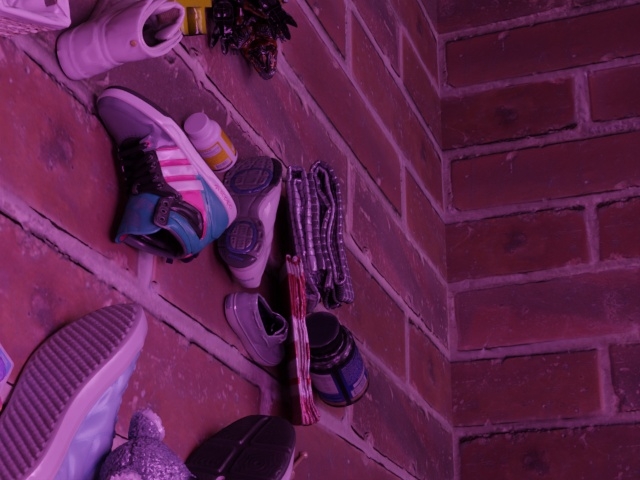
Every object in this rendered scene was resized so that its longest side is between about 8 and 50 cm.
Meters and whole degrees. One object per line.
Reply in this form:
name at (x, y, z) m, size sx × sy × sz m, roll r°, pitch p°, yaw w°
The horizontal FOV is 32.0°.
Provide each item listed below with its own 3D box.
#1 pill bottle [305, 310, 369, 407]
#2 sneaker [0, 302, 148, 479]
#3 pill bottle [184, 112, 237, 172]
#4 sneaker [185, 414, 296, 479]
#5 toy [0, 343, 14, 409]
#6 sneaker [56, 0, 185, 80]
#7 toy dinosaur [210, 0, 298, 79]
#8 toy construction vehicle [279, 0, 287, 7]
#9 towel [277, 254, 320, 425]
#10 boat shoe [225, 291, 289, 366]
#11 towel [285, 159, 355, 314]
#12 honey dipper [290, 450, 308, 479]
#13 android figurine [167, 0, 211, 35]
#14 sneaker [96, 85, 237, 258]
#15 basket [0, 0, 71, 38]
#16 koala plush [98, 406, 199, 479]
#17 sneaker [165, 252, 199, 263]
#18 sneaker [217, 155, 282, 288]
pill bottle at (0.024, 0.253, 2.390) m, size 0.219 × 0.122 × 0.123 m, roll 68°, pitch 23°, yaw -46°
sneaker at (-0.321, 0.236, 1.457) m, size 0.366 × 0.135 × 0.150 m, roll -60°, pitch 144°, yaw -46°
pill bottle at (-0.202, -0.180, 2.036) m, size 0.116 × 0.065 × 0.065 m, roll 57°, pitch 31°, yaw -52°
sneaker at (-0.146, 0.511, 1.831) m, size 0.447 × 0.169 × 0.257 m, roll -62°, pitch 149°, yaw -47°
toy at (-0.413, 0.182, 1.307) m, size 0.237 × 0.056 × 0.137 m, roll -75°, pitch 151°, yaw -48°
sneaker at (-0.275, -0.337, 1.743) m, size 0.292 × 0.169 × 0.108 m, roll -68°, pitch 143°, yaw -57°
toy dinosaur at (-0.155, -0.468, 2.235) m, size 0.322 × 0.164 × 0.218 m, roll 52°, pitch 13°, yaw -26°
toy construction vehicle at (-0.126, -0.520, 2.363) m, size 0.098 × 0.085 × 0.035 m, roll 52°, pitch 41°, yaw -56°
towel at (-0.048, 0.204, 2.220) m, size 0.237 × 0.037 × 0.329 m, roll 131°, pitch -46°, yaw -78°
boat shoe at (-0.105, 0.173, 2.141) m, size 0.227 × 0.081 × 0.079 m, roll 58°, pitch 31°, yaw -49°
towel at (0.000, 0.000, 2.324) m, size 0.235 × 0.121 × 0.284 m, roll 95°, pitch -13°, yaw -76°
honey dipper at (-0.053, 0.458, 2.255) m, size 0.160 × 0.030 × 0.030 m, roll -22°, pitch 103°, yaw -73°
android figurine at (-0.249, -0.505, 2.008) m, size 0.248 × 0.056 × 0.273 m, roll -29°, pitch 119°, yaw -70°
sneaker at (-0.273, -0.081, 1.728) m, size 0.295 × 0.123 × 0.178 m, roll 49°, pitch 49°, yaw -20°
basket at (-0.414, -0.330, 1.441) m, size 0.167 × 0.103 × 0.113 m, roll -7°, pitch 88°, yaw -71°
koala plush at (-0.217, 0.341, 1.409) m, size 0.196 × 0.203 × 0.221 m, roll -72°, pitch 154°, yaw -59°
sneaker at (-0.220, -0.014, 1.944) m, size 0.223 × 0.083 × 0.098 m, roll -12°, pitch 120°, yaw -72°
sneaker at (-0.136, -0.040, 2.153) m, size 0.129 × 0.111 × 0.297 m, roll 83°, pitch 15°, yaw -51°
